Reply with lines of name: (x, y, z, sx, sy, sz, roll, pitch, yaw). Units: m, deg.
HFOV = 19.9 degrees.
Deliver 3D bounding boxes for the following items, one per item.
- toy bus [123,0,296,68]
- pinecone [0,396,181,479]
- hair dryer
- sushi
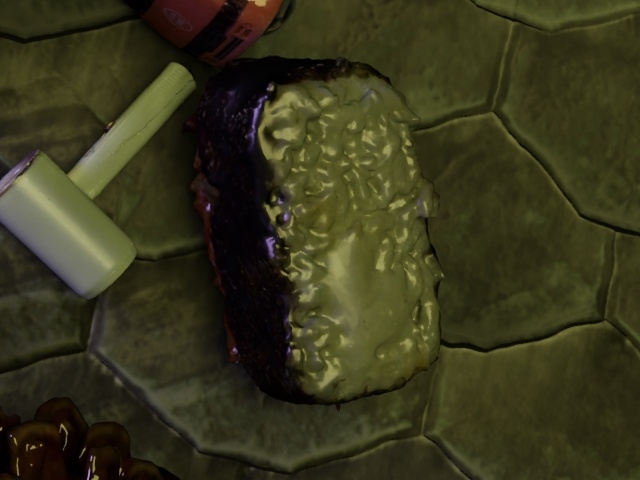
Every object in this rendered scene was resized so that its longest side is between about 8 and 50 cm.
toy bus: (-0.055, -0.387, 1.655, 0.233, 0.203, 0.427, 28, 75, -12)
pinecone: (-0.242, 0.309, 1.414, 0.398, 0.398, 0.397, 2, 84, -21)
hair dryer: (-0.183, -0.071, 1.656, 0.131, 0.073, 0.236, 45, 63, -13)
sushi: (0.000, 0.000, 1.640, 0.196, 0.182, 0.343, -14, 102, -23)
